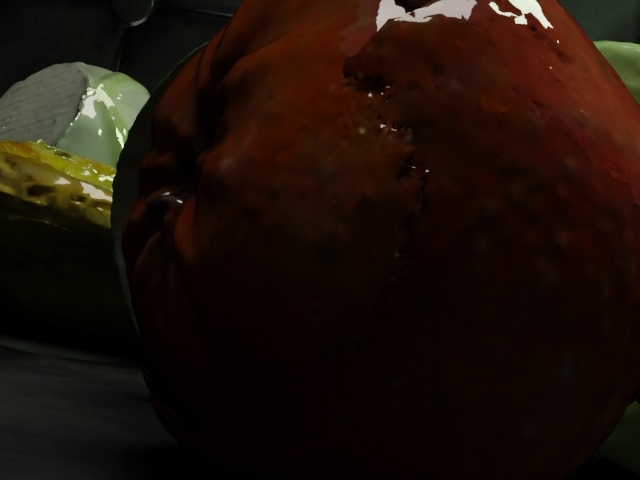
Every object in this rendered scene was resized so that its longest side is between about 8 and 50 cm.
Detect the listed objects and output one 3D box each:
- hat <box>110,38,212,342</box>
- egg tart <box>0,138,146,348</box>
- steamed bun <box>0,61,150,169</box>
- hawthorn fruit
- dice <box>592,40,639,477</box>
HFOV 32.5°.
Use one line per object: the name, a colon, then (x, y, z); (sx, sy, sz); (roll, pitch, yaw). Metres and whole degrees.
hat: (0.000, -0.010, 0.728); (0.257, 0.257, 0.130); (11, 5, 15)
egg tart: (-0.182, 0.012, 1.049); (0.388, 0.169, 0.388); (14, 2, -1)
steamed bun: (-0.299, -0.058, 1.430); (0.309, 0.309, 0.309); (11, -1, 0)
hawthorn fruit: (0.059, 0.016, 0.526); (0.307, 0.276, 0.276); (32, -6, -16)
dice: (0.239, 0.023, 0.764); (0.254, 0.250, 0.252); (29, 3, 42)
